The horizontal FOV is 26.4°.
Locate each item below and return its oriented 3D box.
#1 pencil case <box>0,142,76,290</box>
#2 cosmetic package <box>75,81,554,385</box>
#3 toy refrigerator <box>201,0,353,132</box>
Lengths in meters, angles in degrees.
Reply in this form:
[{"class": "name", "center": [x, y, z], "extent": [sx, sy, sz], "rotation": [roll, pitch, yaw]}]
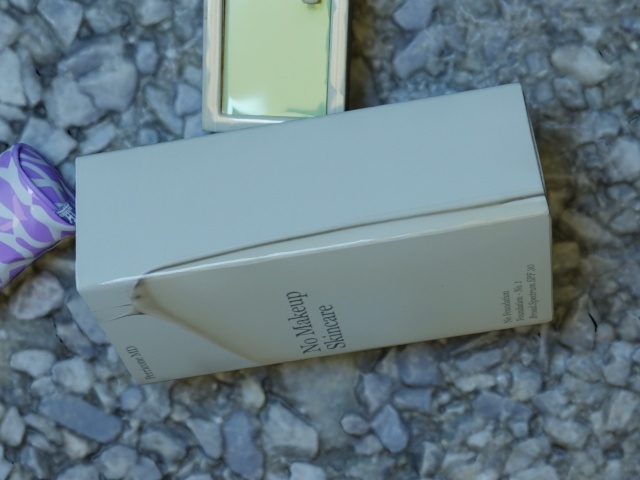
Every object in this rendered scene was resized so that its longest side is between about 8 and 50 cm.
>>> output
[{"class": "pencil case", "center": [-0.266, 0.015, 1.025], "extent": [0.206, 0.086, 0.088], "rotation": [-37, 139, 10]}, {"class": "cosmetic package", "center": [0.000, 0.000, 0.951], "extent": [0.309, 0.160, 0.113], "rotation": [-11, 58, 6]}, {"class": "toy refrigerator", "center": [-0.027, -0.212, 0.955], "extent": [0.102, 0.094, 0.270], "rotation": [3, 101, 3]}]
